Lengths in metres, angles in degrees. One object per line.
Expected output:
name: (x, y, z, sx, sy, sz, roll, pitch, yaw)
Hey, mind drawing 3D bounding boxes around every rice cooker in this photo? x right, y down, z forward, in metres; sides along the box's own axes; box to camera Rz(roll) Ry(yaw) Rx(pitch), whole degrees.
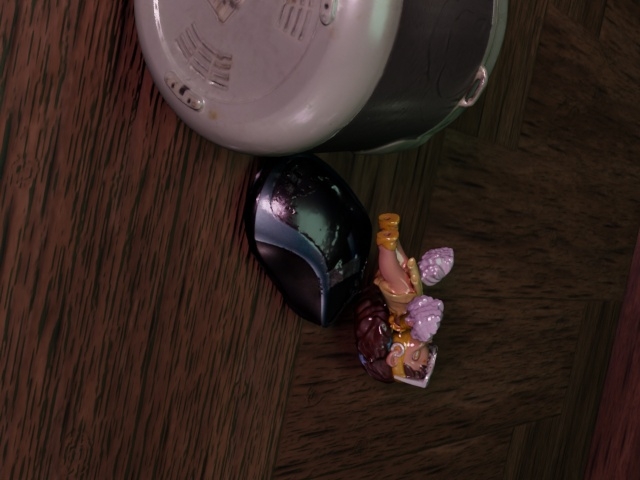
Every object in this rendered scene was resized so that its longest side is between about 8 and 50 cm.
rice cooker: (0.005, -0.216, 0.818, 0.277, 0.288, 0.288, -14, 113, -54)

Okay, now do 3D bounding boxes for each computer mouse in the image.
computer mouse: (0.000, 0.000, 1.033, 0.137, 0.096, 0.233, -57, 139, -26)

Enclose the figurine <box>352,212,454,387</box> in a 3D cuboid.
figurine: (0.102, 0.082, 1.166, 0.175, 0.116, 0.240, -69, 166, -53)
